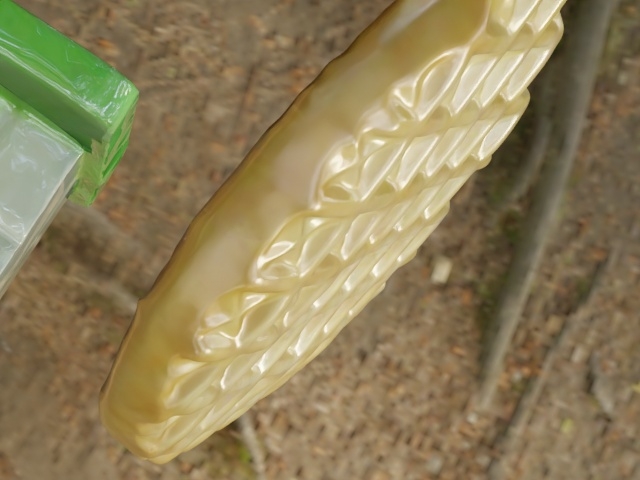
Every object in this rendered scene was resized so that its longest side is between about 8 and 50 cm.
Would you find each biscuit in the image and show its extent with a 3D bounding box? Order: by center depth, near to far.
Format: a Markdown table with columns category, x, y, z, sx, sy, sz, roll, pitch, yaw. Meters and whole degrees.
| category | x | y | z | sx | sy | sz | roll | pitch | yaw |
| --- | --- | --- | --- | --- | --- | --- | --- | --- | --- |
| biscuit | 0.000 | 0.000 | 0.731 | 0.204 | 0.040 | 0.309 | -39 | 168 | -38 |

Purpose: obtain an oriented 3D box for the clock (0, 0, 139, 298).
| category | x | y | z | sx | sy | sz | roll | pitch | yaw |
| --- | --- | --- | --- | --- | --- | --- | --- | --- | --- |
| clock | -0.194 | 0.023 | 0.361 | 0.220 | 0.106 | 0.255 | 32 | 78 | -4 |
